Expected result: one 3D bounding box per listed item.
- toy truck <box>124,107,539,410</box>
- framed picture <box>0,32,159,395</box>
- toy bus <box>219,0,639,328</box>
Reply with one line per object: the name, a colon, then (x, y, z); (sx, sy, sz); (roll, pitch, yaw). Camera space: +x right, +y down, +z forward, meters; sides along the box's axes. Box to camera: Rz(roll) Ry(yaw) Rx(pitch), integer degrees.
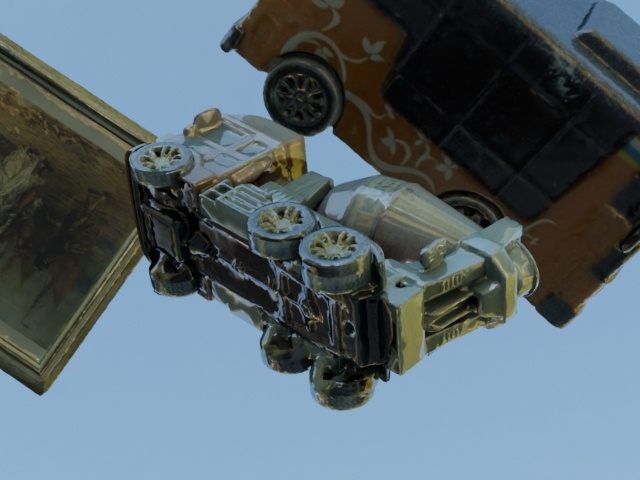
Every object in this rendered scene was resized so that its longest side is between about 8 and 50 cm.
toy truck: (0.000, 0.000, 0.844); (0.140, 0.257, 0.108); (-31, -48, -32)
framed picture: (-0.256, -0.044, 1.000); (0.274, 0.017, 0.217); (32, -101, 1)
toy bus: (0.116, -0.113, 0.965); (0.323, 0.162, 0.194); (40, -57, -1)
